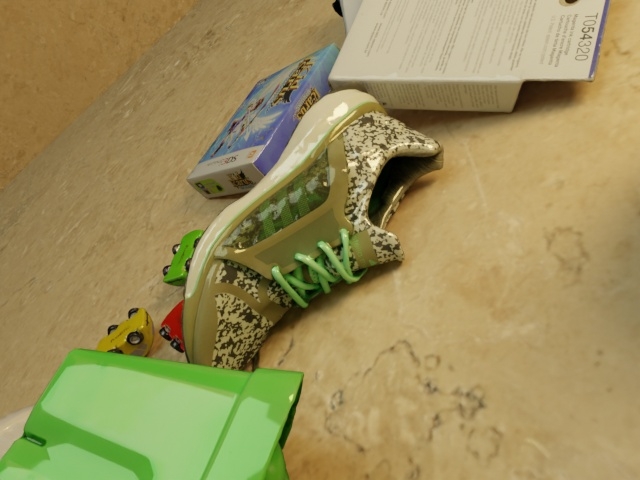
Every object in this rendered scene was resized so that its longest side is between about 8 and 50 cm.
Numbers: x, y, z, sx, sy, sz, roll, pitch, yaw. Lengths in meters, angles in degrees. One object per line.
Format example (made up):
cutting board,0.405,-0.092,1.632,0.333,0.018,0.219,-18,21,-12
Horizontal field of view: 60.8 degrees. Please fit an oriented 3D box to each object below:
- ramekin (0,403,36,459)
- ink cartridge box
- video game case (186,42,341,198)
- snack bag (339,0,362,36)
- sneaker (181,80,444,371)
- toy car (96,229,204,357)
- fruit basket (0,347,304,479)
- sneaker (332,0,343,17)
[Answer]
ramekin,-0.251,0.270,0.532,0.109,0.207,0.207,1,54,35
ink cartridge box,0.212,-0.316,0.733,0.329,0.071,0.324,11,67,28
video game case,-0.094,-0.202,0.957,0.244,0.061,0.270,-1,53,52
snack bag,0.184,-0.450,0.914,0.342,0.037,0.323,-19,48,15
sneaker,0.000,0.000,0.626,0.182,0.158,0.410,25,77,35
toy car,-0.210,0.083,0.808,0.238,0.053,0.225,-15,44,34
fruit basket,-0.064,0.279,0.350,0.391,0.283,0.392,3,61,-5
sneaker,0.076,-0.486,1.078,0.051,0.089,0.170,-11,49,40
